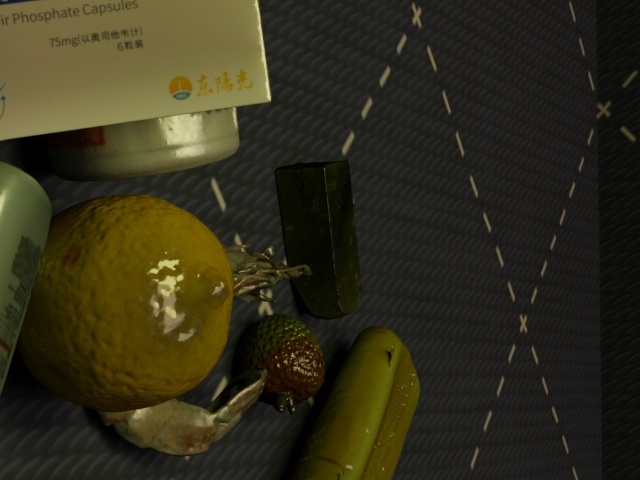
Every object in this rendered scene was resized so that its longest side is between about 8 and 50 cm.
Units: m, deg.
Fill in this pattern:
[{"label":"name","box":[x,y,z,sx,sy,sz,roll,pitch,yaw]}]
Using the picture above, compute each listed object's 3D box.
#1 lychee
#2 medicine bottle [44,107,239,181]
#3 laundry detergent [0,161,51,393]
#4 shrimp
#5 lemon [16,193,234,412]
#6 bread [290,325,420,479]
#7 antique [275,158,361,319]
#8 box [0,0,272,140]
[{"label":"lychee","box":[-0.052,0.164,2.039,0.114,0.114,0.146,46,29,-52]},{"label":"medicine bottle","box":[-0.211,-0.260,1.657,0.211,0.211,0.371,-26,110,-61]},{"label":"laundry detergent","box":[-0.351,0.135,1.408,0.264,0.124,0.398,118,-15,-78]},{"label":"shrimp","box":[-0.136,0.116,1.847,0.360,0.085,0.247,-29,109,-41]},{"label":"lemon","box":[-0.201,0.062,1.604,0.228,0.253,0.228,12,68,-32]},{"label":"bread","box":[0.039,0.291,2.198,0.383,0.112,0.166,-66,145,-42]},{"label":"antique","box":[0.000,0.000,2.186,0.081,0.080,0.221,-22,108,-60]},{"label":"box","box":[-0.229,-0.210,1.518,0.065,0.343,0.200,-149,-129,-76]}]
